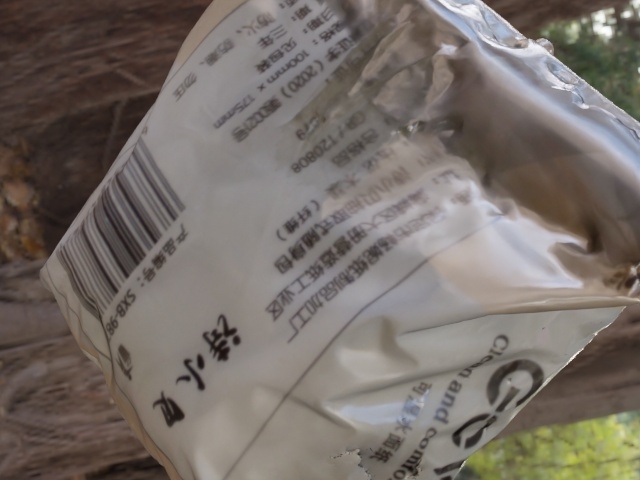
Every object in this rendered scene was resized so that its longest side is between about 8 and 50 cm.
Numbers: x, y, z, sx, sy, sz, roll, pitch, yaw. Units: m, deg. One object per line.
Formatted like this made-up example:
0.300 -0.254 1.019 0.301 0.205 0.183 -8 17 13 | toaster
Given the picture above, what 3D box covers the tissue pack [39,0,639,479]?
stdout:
0.000 0.000 0.696 0.195 0.375 0.390 14 31 -49 | tissue pack
